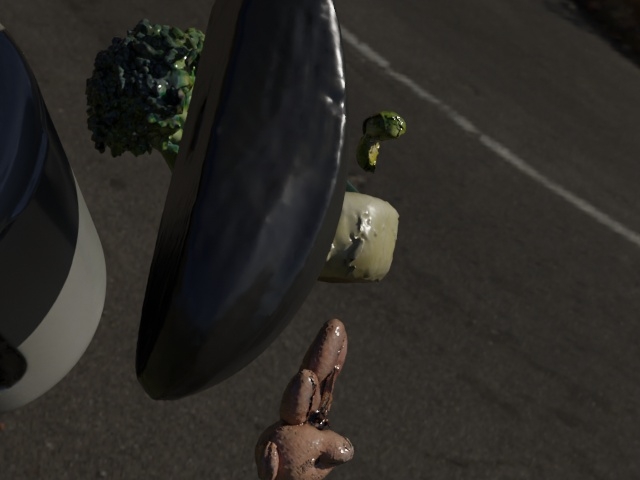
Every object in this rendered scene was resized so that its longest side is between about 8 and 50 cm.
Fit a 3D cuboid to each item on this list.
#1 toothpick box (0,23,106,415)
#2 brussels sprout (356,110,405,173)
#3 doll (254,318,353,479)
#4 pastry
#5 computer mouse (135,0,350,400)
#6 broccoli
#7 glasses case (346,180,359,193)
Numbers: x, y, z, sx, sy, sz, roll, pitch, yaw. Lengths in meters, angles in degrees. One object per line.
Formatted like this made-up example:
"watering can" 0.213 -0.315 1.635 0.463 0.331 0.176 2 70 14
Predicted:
"toothpick box" -0.254 -0.008 0.619 0.229 0.316 0.229 1 66 -1
"brussels sprout" 0.072 -0.130 1.197 0.051 0.083 0.046 46 17 29
"doll" 0.004 0.290 1.580 0.156 0.303 0.201 21 -12 20
"pastry" 0.000 0.000 0.943 0.166 0.088 0.166 3 -9 0
"computer mouse" -0.031 -0.042 0.505 0.086 0.269 0.137 14 -16 -17
"broccoli" -0.170 -0.153 1.152 0.177 0.275 0.198 0 62 29
"glasses case" 0.014 -0.096 1.483 0.184 0.039 0.078 46 2 1
